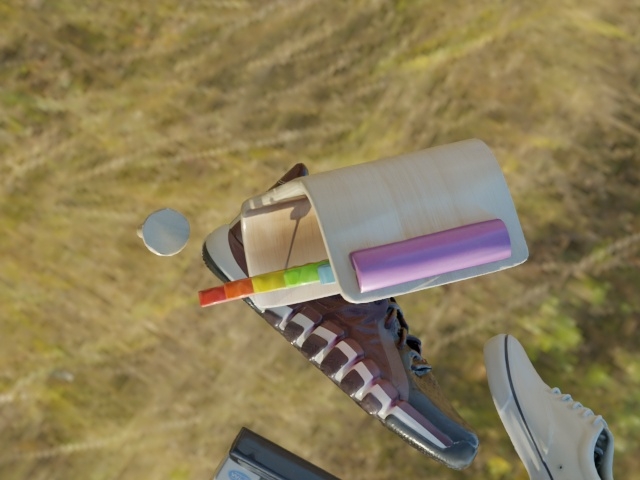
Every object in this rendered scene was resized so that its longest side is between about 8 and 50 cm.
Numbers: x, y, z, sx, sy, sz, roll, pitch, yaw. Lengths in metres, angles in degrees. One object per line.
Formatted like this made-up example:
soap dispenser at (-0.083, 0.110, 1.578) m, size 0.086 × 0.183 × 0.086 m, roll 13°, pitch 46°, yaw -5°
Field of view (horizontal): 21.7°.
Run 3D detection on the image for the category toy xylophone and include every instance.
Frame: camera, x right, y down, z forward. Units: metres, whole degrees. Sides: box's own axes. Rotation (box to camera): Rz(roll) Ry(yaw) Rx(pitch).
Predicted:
toy xylophone at (0.000, 0.000, 1.092) m, size 0.236 × 0.081 × 0.323 m, roll -13°, pitch 180°, yaw -4°

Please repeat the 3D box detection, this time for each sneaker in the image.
sneaker at (0.247, 0.198, 1.685) m, size 0.091 × 0.258 × 0.094 m, roll -30°, pitch 152°, yaw 14°
sneaker at (0.051, 0.042, 1.336) m, size 0.162 × 0.281 × 0.106 m, roll -48°, pitch 170°, yaw -4°

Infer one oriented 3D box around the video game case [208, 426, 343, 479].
video game case at (0.004, 0.314, 1.659) m, size 0.035 × 0.275 × 0.248 m, roll -62°, pitch -179°, yaw -37°
